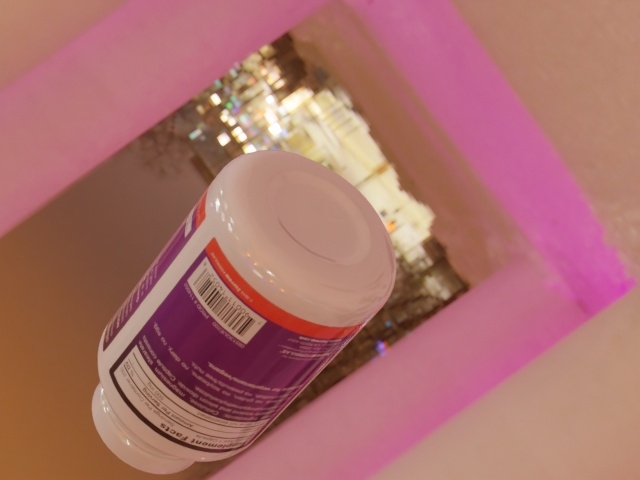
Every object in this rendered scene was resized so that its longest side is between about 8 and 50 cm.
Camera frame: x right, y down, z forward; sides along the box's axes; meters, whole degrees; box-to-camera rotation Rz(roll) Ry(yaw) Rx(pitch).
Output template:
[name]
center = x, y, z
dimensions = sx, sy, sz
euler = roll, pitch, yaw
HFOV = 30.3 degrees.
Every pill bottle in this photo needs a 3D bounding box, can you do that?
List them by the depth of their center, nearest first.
[pill bottle]
center = -0.085, 0.080, 1.086
dimensions = 0.182, 0.323, 0.181
euler = 24, -141, -21
